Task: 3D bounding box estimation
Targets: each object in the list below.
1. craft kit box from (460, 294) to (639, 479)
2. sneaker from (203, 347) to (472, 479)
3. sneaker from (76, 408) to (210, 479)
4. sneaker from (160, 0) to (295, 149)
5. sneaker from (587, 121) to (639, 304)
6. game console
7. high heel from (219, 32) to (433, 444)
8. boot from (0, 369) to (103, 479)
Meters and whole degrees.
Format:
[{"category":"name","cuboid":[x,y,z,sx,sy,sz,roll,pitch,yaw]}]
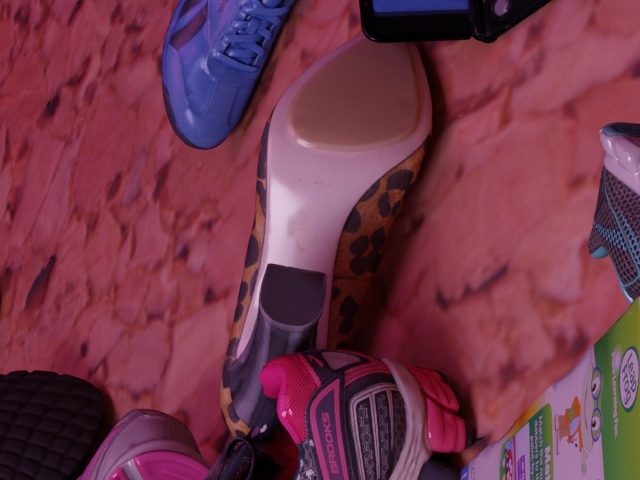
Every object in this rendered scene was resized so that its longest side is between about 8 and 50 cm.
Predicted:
[{"category":"craft kit box","cuboid":[0.110,0.179,0.639,0.246,0.061,0.249,111,164,-66]},{"category":"sneaker","cuboid":[-0.038,0.186,0.903,0.299,0.112,0.121,-64,33,15]},{"category":"sneaker","cuboid":[-0.128,0.216,1.053,0.111,0.103,0.252,-99,33,-63]},{"category":"sneaker","cuboid":[-0.055,-0.166,1.156,0.082,0.069,0.209,11,83,55]},{"category":"sneaker","cuboid":[0.172,0.012,0.727,0.166,0.065,0.076,-121,40,-55]},{"category":"game console","cuboid":[0.079,-0.182,0.940,0.107,0.071,0.122,-32,55,47]},{"category":"high heel","cuboid":[0.000,0.000,0.993,0.186,0.093,0.261,102,-173,-54]},{"category":"boot","cuboid":[-0.245,0.267,1.172,0.338,0.118,0.222,-69,-12,-54]}]
